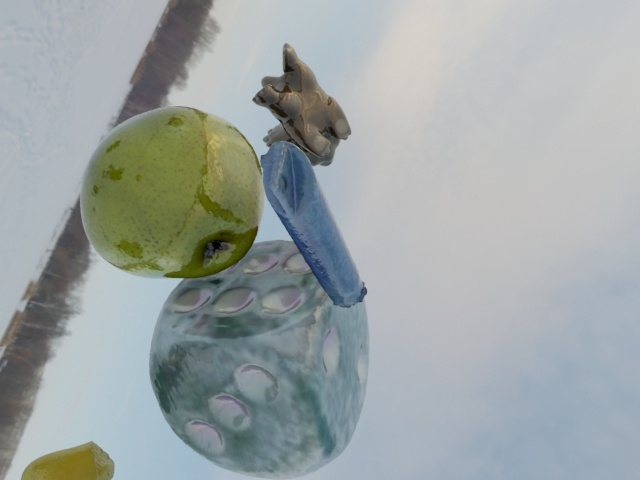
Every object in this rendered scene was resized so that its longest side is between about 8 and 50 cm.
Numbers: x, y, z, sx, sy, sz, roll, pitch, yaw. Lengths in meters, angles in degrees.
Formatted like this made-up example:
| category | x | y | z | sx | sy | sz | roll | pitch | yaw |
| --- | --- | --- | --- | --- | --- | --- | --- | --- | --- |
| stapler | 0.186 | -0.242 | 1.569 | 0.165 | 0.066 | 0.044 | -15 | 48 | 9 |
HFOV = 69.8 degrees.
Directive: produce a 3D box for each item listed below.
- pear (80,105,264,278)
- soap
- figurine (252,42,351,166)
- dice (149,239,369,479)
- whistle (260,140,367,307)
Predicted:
| category | x | y | z | sx | sy | sz | roll | pitch | yaw |
| --- | --- | --- | --- | --- | --- | --- | --- | --- | --- |
| pear | -0.229 | -0.071 | 0.733 | 0.294 | 0.294 | 0.294 | -40 | -144 | 38 |
| soap | -0.419 | 0.392 | 0.778 | 0.033 | 0.168 | 0.089 | -27 | -102 | 23 |
| figurine | -0.056 | -0.272 | 1.027 | 0.173 | 0.247 | 0.177 | 8 | -113 | 58 |
| dice | -0.098 | 0.215 | 0.896 | 0.328 | 0.347 | 0.330 | -1 | -156 | 20 |
| whistle | 0.000 | 0.000 | 0.571 | 0.062 | 0.304 | 0.062 | -8 | -123 | 13 |
